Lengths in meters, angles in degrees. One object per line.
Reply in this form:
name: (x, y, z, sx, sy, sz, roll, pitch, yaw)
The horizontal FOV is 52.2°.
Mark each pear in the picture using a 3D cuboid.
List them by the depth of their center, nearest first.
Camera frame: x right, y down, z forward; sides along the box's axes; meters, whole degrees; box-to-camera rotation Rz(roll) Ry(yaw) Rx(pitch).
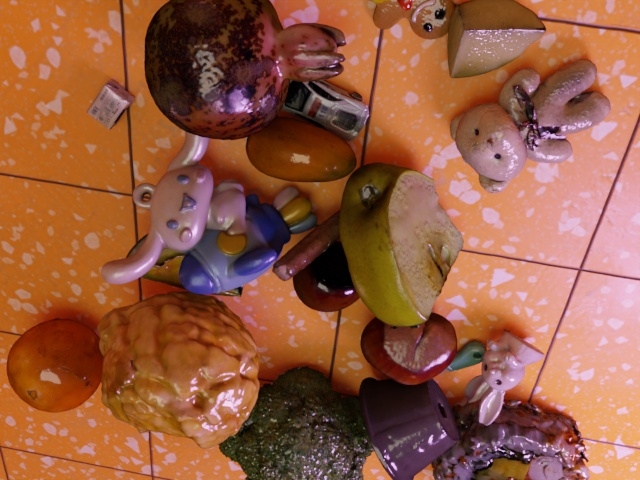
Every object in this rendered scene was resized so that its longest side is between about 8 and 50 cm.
pear: (0.129, -0.012, 1.289, 0.176, 0.286, 0.282, -10, 122, 38)

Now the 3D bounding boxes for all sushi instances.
sushi: (0.465, 0.562, 1.632, 0.417, 0.176, 0.418, 5, 121, 8)

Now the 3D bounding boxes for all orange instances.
orange: (-0.666, 0.314, 1.656, 0.239, 0.240, 0.240, 5, 123, 7)

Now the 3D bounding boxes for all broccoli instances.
broccoli: (-0.054, 0.511, 1.633, 0.413, 0.321, 0.310, 0, 132, -10)

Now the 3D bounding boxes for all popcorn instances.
popcorn: (-0.312, 0.272, 1.476, 0.390, 0.354, 0.344, -3, 130, 35)

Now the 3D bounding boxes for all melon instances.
melon: (-0.310, 0.040, 1.476, 0.265, 0.129, 0.169, 18, 163, -24)

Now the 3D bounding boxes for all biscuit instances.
biscuit: (0.136, -0.443, 1.140, 0.240, 0.035, 0.158, 35, 124, -12)

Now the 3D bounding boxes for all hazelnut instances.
hazelnut: (0.198, 0.237, 1.492, 0.212, 0.181, 0.181, 20, 95, -4)

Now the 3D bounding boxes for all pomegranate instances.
pomegranate: (-0.122, -0.308, 1.126, 0.340, 0.285, 0.285, 1, 122, 15)

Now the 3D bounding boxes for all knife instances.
knife: (0.287, 0.310, 1.594, 0.260, 0.035, 0.063, -32, 113, 29)

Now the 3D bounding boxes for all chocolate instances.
chocolate: (0.017, 0.082, 1.434, 0.176, 0.177, 0.177, 5, 123, 7)

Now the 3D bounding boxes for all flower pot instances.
flower pot: (0.221, 0.429, 1.548, 0.166, 0.269, 0.269, -24, 115, 17)

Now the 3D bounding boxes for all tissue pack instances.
tissue pack: (-0.431, -0.279, 1.340, 0.062, 0.042, 0.083, 38, 121, -12)

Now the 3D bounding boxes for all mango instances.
mango: (-0.042, -0.172, 1.264, 0.221, 0.151, 0.120, 15, 96, 25)

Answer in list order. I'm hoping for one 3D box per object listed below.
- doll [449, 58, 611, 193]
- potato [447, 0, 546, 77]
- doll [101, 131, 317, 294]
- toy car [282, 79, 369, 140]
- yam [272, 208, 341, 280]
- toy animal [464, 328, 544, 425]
doll: (0.384, -0.217, 1.186, 0.278, 0.149, 0.175, -30, 80, 12)
potato: (0.300, -0.359, 1.158, 0.149, 0.081, 0.120, -3, 154, -7)
doll: (-0.206, -0.026, 1.330, 0.365, 0.187, 0.376, 27, 103, -13)
toy car: (-0.005, -0.266, 1.265, 0.204, 0.056, 0.095, 25, 124, -7)
yam: (0.000, 0.000, 1.348, 0.057, 0.241, 0.057, 42, 155, 24)
toy animal: (0.396, 0.313, 1.487, 0.130, 0.103, 0.221, 20, 107, -52)
